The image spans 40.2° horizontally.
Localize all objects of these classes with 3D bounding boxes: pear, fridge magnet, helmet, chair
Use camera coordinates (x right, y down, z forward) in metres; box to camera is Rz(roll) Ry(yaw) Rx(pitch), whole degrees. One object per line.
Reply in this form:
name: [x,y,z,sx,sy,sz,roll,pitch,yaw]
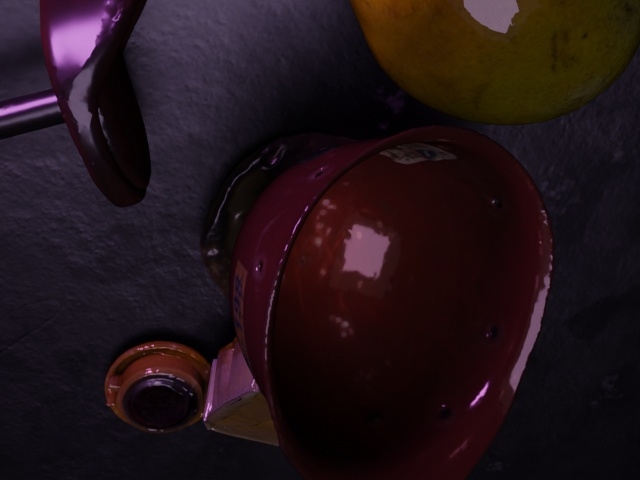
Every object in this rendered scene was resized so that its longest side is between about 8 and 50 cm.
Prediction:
pear: [0.168,-0.225,0.801,0.307,0.253,0.253,16,121,-46]
fridge magnet: [-0.202,0.190,1.111,0.143,0.063,0.143,-3,120,-5]
helmet: [0.041,0.056,0.901,0.337,0.230,0.385,-20,116,-28]
chair: [-0.319,-0.107,0.806,0.400,0.227,0.227,-16,124,0]

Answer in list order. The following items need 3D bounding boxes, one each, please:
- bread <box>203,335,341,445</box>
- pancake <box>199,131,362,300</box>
bread: [-0.024,0.176,1.076,0.209,0.110,0.192,17,146,-26]
pancake: [0.000,0.000,1.034,0.294,0.049,0.295,-7,124,-10]
